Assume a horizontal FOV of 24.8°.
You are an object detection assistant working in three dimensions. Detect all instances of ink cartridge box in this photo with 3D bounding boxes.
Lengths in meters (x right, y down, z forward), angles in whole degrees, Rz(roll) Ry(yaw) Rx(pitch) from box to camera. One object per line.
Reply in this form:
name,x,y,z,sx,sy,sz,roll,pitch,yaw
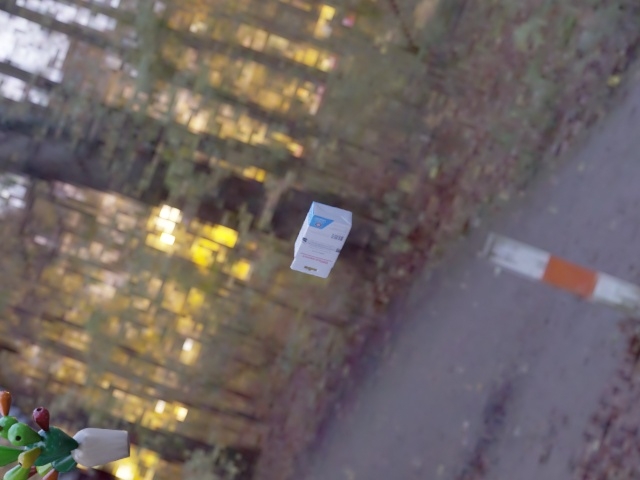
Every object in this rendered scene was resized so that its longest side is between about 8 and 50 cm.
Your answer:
ink cartridge box,0.000,0.000,1.676,0.028,0.048,0.083,-89,19,-52

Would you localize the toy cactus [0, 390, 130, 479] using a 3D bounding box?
toy cactus,-0.336,0.261,1.867,0.219,0.181,0.112,90,175,-58
